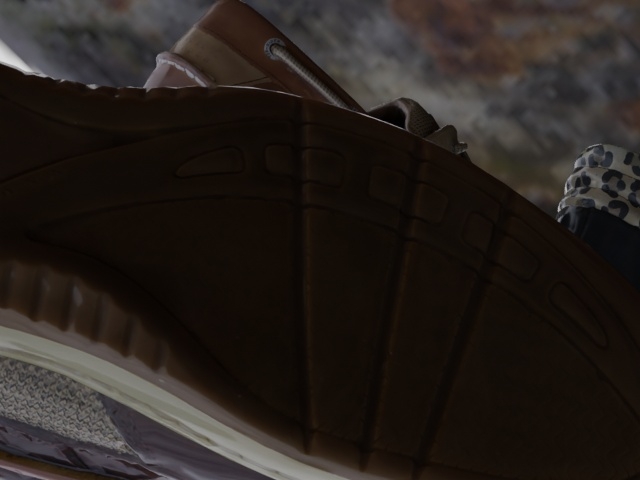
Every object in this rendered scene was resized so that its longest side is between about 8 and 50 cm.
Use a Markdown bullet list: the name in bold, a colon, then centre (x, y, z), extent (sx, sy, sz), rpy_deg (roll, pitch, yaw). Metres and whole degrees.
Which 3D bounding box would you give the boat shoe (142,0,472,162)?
- **boat shoe**: centre (0.038, -0.018, 1.061), extent (0.324, 0.116, 0.123), rpy_deg (33, 174, -35)

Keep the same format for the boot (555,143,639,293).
- **boot**: centre (0.159, 0.072, 1.056), extent (0.085, 0.179, 0.236), rpy_deg (16, 163, 32)

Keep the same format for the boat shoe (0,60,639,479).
- **boat shoe**: centre (-0.060, 0.029, 0.604), extent (0.342, 0.123, 0.123), rpy_deg (13, -126, -4)
